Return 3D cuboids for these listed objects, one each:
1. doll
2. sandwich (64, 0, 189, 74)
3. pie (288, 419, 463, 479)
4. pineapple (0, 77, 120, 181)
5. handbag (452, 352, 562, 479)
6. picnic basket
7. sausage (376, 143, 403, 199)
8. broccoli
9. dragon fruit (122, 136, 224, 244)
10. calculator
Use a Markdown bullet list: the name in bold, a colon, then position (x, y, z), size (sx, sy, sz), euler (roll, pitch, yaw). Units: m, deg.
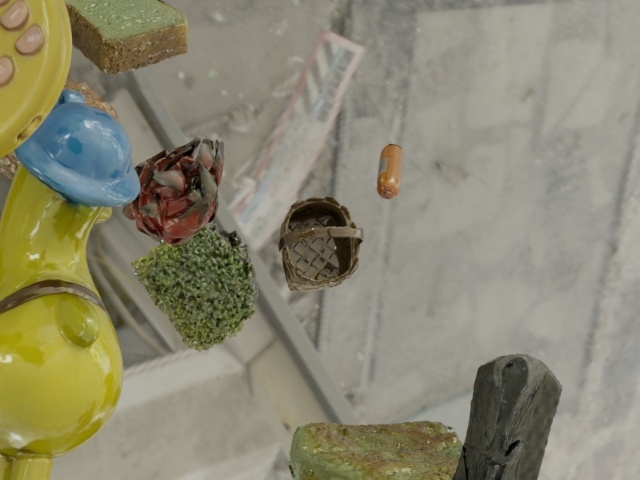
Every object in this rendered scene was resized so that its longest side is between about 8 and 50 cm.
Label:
- **doll**: position (-0.231, 0.054, 0.936), size (0.145, 0.199, 0.363), euler (13, 82, -41)
- **sandwich**: position (-0.333, -0.350, 1.852), size (0.186, 0.214, 0.065), euler (-23, 137, -37)
- **pie**: position (0.104, 0.308, 1.546), size (0.296, 0.371, 0.078), euler (9, 97, -6)
- **pineapple**: position (-0.414, -0.173, 1.398), size (0.340, 0.169, 0.169), euler (29, 99, -33)
- **handbag**: position (0.164, 0.228, 1.113), size (0.175, 0.088, 0.270), euler (-16, 120, -73)
- **picnic basket**: position (0.000, 0.000, 1.748), size (0.128, 0.178, 0.138), euler (-7, 79, -8)
- **sausage**: position (0.086, -0.081, 1.435), size (0.031, 0.107, 0.031), euler (4, 125, 5)
- **broccoli**: position (-0.254, 0.092, 2.118), size (0.180, 0.273, 0.242), euler (-23, 85, -45)
- **dragon fruit**: position (-0.180, -0.061, 1.425), size (0.121, 0.142, 0.130), euler (5, 82, -26)
- **calculator**: position (-0.230, -0.137, 0.645), size (0.146, 0.235, 0.032), euler (-45, 160, 4)
